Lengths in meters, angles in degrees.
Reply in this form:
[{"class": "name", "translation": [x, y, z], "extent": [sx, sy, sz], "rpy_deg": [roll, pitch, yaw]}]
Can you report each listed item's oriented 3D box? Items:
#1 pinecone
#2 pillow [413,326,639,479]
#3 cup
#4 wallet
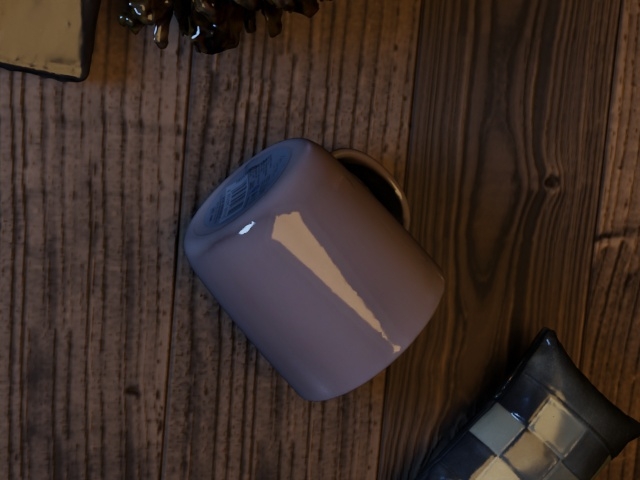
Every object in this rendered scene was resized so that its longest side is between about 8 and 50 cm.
[{"class": "pinecone", "translation": [-0.077, -0.294, 1.300], "extent": [0.257, 0.243, 0.243], "rpy_deg": [-34, 117, 29]}, {"class": "pillow", "translation": [0.224, 0.242, 1.581], "extent": [0.250, 0.106, 0.186], "rpy_deg": [-46, 112, -5]}, {"class": "cup", "translation": [0.000, 0.000, 1.416], "extent": [0.200, 0.191, 0.253], "rpy_deg": [49, 49, -19]}, {"class": "wallet", "translation": [-0.262, -0.308, 1.298], "extent": [0.165, 0.042, 0.309], "rpy_deg": [10, 95, -25]}]
